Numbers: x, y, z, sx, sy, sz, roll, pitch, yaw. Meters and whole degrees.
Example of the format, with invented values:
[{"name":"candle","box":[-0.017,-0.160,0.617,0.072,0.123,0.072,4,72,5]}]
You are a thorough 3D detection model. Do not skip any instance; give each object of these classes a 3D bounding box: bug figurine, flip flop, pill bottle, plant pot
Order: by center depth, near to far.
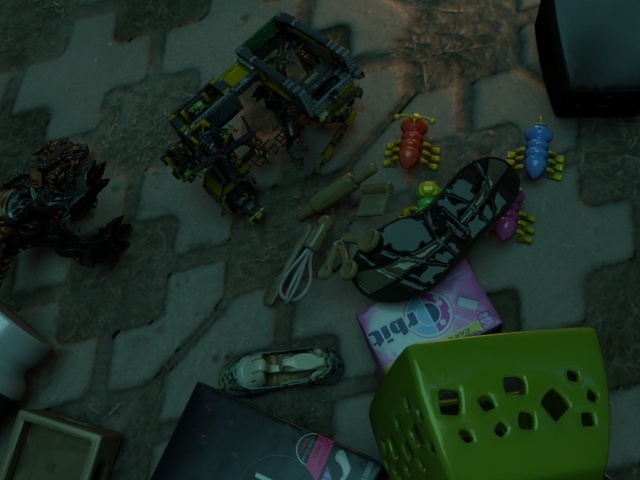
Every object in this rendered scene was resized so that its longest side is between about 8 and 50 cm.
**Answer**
[{"name":"plant pot","box":[0.197,0.242,0.923,0.227,0.228,0.207,-4,62,-11]},{"name":"flip flop","box":[0.165,-0.011,1.160,0.277,0.080,0.112,-42,77,-4]},{"name":"pill bottle","box":[-0.534,0.223,1.181,0.162,0.162,0.278,35,78,20]},{"name":"plant pot","box":[0.425,-0.281,1.227,0.188,0.187,0.167,1,82,9]},{"name":"bug figurine","box":[0.227,-0.098,1.235,0.279,0.072,0.216,4,70,10]}]

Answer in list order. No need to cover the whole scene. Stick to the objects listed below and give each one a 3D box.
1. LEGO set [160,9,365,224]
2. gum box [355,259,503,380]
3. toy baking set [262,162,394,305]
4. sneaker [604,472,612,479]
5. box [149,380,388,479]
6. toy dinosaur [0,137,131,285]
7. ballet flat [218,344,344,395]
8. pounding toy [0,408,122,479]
[{"name":"LEGO set","box":[-0.052,-0.161,1.208,0.331,0.255,0.192,-38,51,-14]},{"name":"gum box","box":[0.149,0.121,1.165,0.188,0.062,0.107,-26,67,-2]},{"name":"toy baking set","box":[0.002,-0.006,1.197,0.256,0.030,0.197,-28,38,37]},{"name":"sneaker","box":[0.294,0.375,1.024,0.153,0.094,0.235,37,68,29]},{"name":"box","box":[-0.065,0.321,1.077,0.270,0.143,0.165,19,72,16]},{"name":"toy dinosaur","box":[-0.428,-0.035,1.271,0.218,0.164,0.322,5,67,15]},{"name":"ballet flat","box":[-0.061,0.181,1.175,0.188,0.070,0.070,-11,67,5]},{"name":"pounding toy","box":[-0.352,0.361,1.140,0.181,0.094,0.206,15,81,9]}]
